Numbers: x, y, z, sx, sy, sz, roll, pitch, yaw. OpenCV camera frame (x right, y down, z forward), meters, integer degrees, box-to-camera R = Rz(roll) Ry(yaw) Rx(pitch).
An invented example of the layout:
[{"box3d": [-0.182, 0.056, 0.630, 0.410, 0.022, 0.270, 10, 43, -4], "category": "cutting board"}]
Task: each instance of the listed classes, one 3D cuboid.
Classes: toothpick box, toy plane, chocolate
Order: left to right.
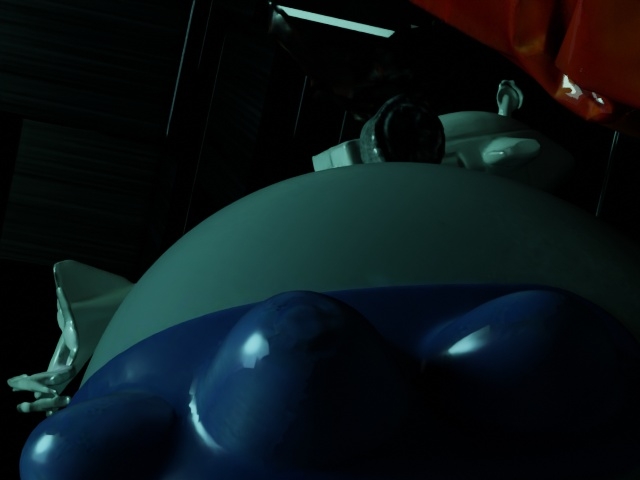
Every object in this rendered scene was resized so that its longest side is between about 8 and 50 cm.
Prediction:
[{"box3d": [-0.006, 0.002, 0.802, 0.182, 0.273, 0.107, 160, 97, -78], "category": "toy plane"}, {"box3d": [0.001, 0.127, 0.621, 0.354, 0.263, 0.263, 116, 161, -48], "category": "toothpick box"}, {"box3d": [0.046, -0.115, 1.037, 0.133, 0.156, 0.156, 76, -170, -45], "category": "chocolate"}]

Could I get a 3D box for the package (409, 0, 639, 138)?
[{"box3d": [0.108, -0.163, 0.722, 0.423, 0.123, 0.196, -120, 44, -71], "category": "package"}]
